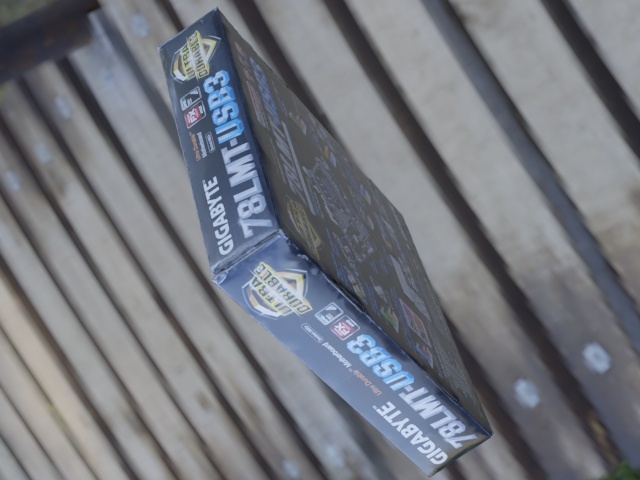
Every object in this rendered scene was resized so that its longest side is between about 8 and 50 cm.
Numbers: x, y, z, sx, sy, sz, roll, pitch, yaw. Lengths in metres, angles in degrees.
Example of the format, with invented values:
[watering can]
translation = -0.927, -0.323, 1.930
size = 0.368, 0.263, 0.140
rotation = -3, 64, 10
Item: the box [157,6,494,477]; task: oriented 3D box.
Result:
[box]
translation = 0.000, 0.000, 1.352
size = 0.293, 0.073, 0.295
rotation = 44, -162, -39
